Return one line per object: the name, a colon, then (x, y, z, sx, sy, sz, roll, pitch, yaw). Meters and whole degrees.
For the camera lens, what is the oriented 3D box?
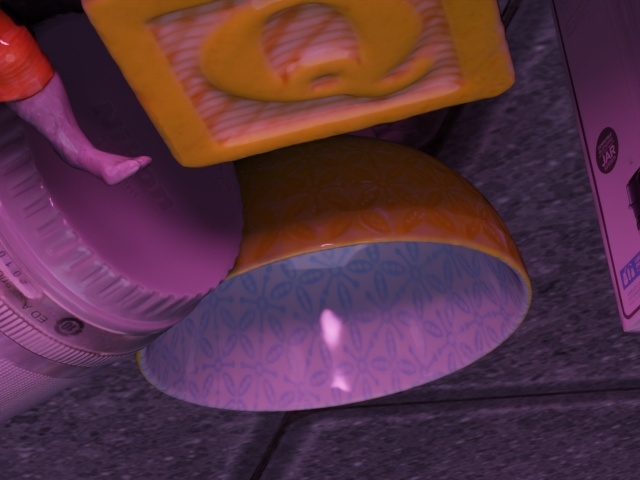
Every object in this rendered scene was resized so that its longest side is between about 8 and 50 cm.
camera lens: (-0.216, 0.000, 1.279, 0.274, 0.219, 0.219, -28, 149, 32)

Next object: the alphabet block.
alphabet block: (-0.018, -0.179, 1.014, 0.193, 0.197, 0.192, -14, 154, 8)

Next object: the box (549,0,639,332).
box: (0.218, -0.109, 1.141, 0.087, 0.290, 0.169, 1, 154, -19)

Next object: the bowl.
bowl: (0.000, 0.000, 1.432, 0.289, 0.156, 0.289, -8, 154, -4)

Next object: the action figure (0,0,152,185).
action figure: (-0.290, -0.103, 0.927, 0.341, 0.330, 0.178, -32, -173, -13)
